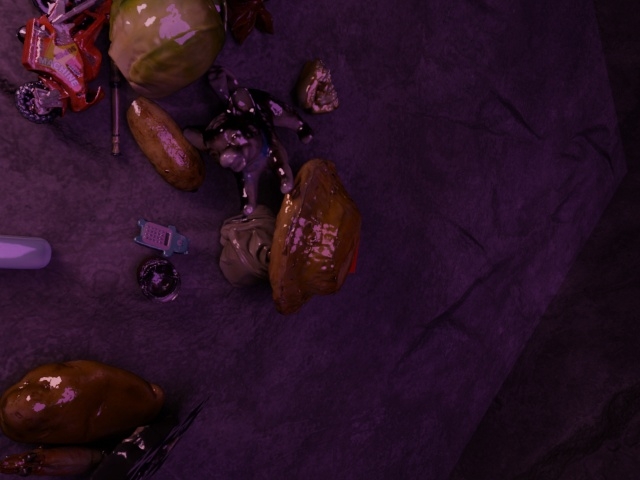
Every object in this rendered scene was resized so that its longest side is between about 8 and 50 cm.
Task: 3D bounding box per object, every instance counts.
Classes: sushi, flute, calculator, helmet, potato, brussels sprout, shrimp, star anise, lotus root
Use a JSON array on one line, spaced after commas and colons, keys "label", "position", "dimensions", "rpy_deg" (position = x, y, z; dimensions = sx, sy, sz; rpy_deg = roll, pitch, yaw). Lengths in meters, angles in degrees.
[{"label": "sushi", "position": [-0.438, 0.499, 1.142], "dimensions": [0.296, 0.100, 0.373], "rpy_deg": [-55, 173, 11]}, {"label": "flute", "position": [-0.463, -0.310, 1.096], "dimensions": [0.027, 0.027, 0.232], "rpy_deg": [-4, 102, -38]}, {"label": "calculator", "position": [-0.390, -0.003, 1.204], "dimensions": [0.141, 0.019, 0.094], "rpy_deg": [22, 54, -35]}, {"label": "helmet", "position": [-0.406, 0.091, 1.204], "dimensions": [0.098, 0.070, 0.123], "rpy_deg": [-29, 126, -23]}, {"label": "potato", "position": [-0.533, 0.373, 1.113], "dimensions": [0.369, 0.177, 0.195], "rpy_deg": [26, 72, -48]}, {"label": "brussels sprout", "position": [-0.323, -0.453, 1.028], "dimensions": [0.294, 0.259, 0.227], "rpy_deg": [-46, 117, 1]}, {"label": "shrimp", "position": [-0.588, 0.479, 1.057], "dimensions": [0.294, 0.154, 0.062], "rpy_deg": [61, 28, -64]}, {"label": "star anise", "position": [-0.178, -0.595, 1.207], "dimensions": [0.196, 0.111, 0.212], "rpy_deg": [79, 21, -43]}, {"label": "lotus root", "position": [-0.364, -0.220, 1.154], "dimensions": [0.110, 0.097, 0.258], "rpy_deg": [-45, 120, -19]}]

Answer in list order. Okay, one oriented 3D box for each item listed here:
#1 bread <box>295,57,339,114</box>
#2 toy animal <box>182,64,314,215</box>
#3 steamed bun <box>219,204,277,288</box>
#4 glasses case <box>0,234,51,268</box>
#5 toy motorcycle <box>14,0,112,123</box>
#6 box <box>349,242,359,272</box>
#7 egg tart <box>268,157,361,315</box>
[{"label": "bread", "position": [-0.026, -0.426, 1.382], "dimensions": [0.110, 0.103, 0.156], "rpy_deg": [-32, 114, -16]}, {"label": "toy animal", "position": [-0.192, -0.263, 1.163], "dimensions": [0.302, 0.194, 0.344], "rpy_deg": [48, 26, -22]}, {"label": "steamed bun", "position": [-0.168, 0.021, 1.331], "dimensions": [0.218, 0.144, 0.210], "rpy_deg": [-29, 117, -31]}, {"label": "glasses case", "position": [-0.658, 0.023, 1.002], "dimensions": [0.179, 0.045, 0.067], "rpy_deg": [5, 97, -40]}, {"label": "toy motorcycle", "position": [-0.521, -0.378, 0.992], "dimensions": [0.171, 0.089, 0.297], "rpy_deg": [8, 94, -41]}, {"label": "box", "position": [0.021, 0.036, 1.557], "dimensions": [0.246, 0.035, 0.138], "rpy_deg": [2, 98, -39]}, {"label": "egg tart", "position": [0.000, 0.000, 1.284], "dimensions": [0.443, 0.178, 0.442], "rpy_deg": [15, 90, -79]}]
